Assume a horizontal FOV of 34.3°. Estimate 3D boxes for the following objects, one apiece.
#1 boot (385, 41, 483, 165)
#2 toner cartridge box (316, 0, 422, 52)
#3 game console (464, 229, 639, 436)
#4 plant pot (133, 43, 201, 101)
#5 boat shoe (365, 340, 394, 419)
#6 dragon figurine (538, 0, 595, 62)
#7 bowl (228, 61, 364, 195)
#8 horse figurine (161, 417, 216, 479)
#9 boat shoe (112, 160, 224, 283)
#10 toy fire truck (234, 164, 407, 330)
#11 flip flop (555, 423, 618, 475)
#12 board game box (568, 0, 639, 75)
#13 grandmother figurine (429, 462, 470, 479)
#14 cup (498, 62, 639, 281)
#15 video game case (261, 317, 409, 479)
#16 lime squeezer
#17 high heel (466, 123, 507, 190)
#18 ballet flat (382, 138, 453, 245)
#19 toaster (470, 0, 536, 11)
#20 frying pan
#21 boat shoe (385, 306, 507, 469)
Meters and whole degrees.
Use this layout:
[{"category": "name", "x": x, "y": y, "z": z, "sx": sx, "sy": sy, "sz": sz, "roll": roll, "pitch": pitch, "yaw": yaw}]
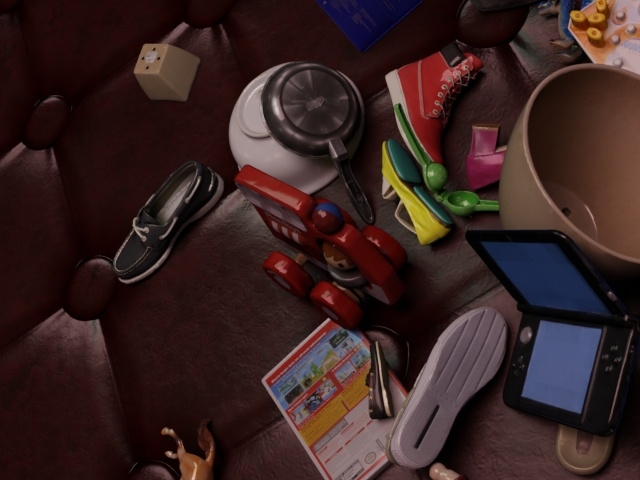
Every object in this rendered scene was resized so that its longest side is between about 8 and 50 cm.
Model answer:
[{"category": "boot", "x": 0.227, "y": -0.250, "z": 1.889, "sx": 0.176, "sy": 0.088, "sz": 0.244, "roll": -24, "pitch": 55, "yaw": 18}, {"category": "toner cartridge box", "x": 0.046, "y": -0.514, "z": 1.951, "sx": 0.165, "sy": 0.348, "sz": 0.075, "roll": -41, "pitch": 53, "yaw": 8}, {"category": "game console", "x": 0.312, "y": 0.127, "z": 1.514, "sx": 0.293, "sy": 0.173, "sz": 0.250, "roll": -179, "pitch": 106, "yaw": -71}, {"category": "plant pot", "x": -0.345, "y": -0.376, "z": 2.277, "sx": 0.109, "sy": 0.096, "sz": 0.109, "roll": 7, "pitch": 73, "yaw": 33}, {"category": "boat shoe", "x": 0.093, "y": 0.234, "z": 1.737, "sx": 0.042, "sy": 0.049, "sz": 0.133, "roll": -13, "pitch": 67, "yaw": 17}, {"category": "dragon figurine", "x": 0.488, "y": -0.378, "z": 1.789, "sx": 0.289, "sy": 0.085, "sz": 0.144, "roll": 15, "pitch": 77, "yaw": 36}, {"category": "bowl", "x": -0.072, "y": -0.238, "z": 2.030, "sx": 0.298, "sy": 0.134, "sz": 0.298, "roll": -12, "pitch": 63, "yaw": 25}, {"category": "horse figurine", "x": -0.254, "y": 0.450, "z": 1.868, "sx": 0.174, "sy": 0.066, "sz": 0.263, "roll": 23, "pitch": 84, "yaw": 42}, {"category": "boat shoe", "x": -0.332, "y": -0.042, "z": 2.120, "sx": 0.302, "sy": 0.091, "sz": 0.114, "roll": -50, "pitch": 53, "yaw": 2}, {"category": "toy fire truck", "x": 0.000, "y": 0.000, "z": 1.787, "sx": 0.302, "sy": 0.254, "sz": 0.169, "roll": 30, "pitch": 74, "yaw": 37}, {"category": "flip flop", "x": 0.407, "y": 0.214, "z": 1.572, "sx": 0.112, "sy": 0.080, "sz": 0.277, "roll": 4, "pitch": 71, "yaw": 32}, {"category": "board game box", "x": 0.653, "y": -0.320, "z": 1.624, "sx": 0.390, "sy": 0.050, "sz": 0.390, "roll": -35, "pitch": 70, "yaw": 13}, {"category": "grandmother figurine", "x": 0.192, "y": 0.448, "z": 1.589, "sx": 0.342, "sy": 0.104, "sz": 0.208, "roll": -1, "pitch": 91, "yaw": 27}, {"category": "cup", "x": 0.404, "y": -0.066, "z": 1.577, "sx": 0.237, "sy": 0.331, "sz": 0.331, "roll": 124, "pitch": 147, "yaw": -58}, {"category": "video game case", "x": 0.040, "y": 0.280, "z": 1.795, "sx": 0.204, "sy": 0.025, "sz": 0.285, "roll": -43, "pitch": 54, "yaw": 7}, {"category": "lime squeezer", "x": 0.227, "y": -0.105, "z": 1.791, "sx": 0.310, "sy": 0.110, "sz": 0.059, "roll": 38, "pitch": 59, "yaw": 6}, {"category": "high heel", "x": 0.370, "y": -0.132, "z": 1.774, "sx": 0.244, "sy": 0.082, "sz": 0.117, "roll": 6, "pitch": 108, "yaw": 17}, {"category": "ballet flat", "x": 0.154, "y": -0.083, "z": 1.866, "sx": 0.077, "sy": 0.077, "sz": 0.231, "roll": -47, "pitch": 53, "yaw": 25}, {"category": "toaster", "x": 0.334, "y": -0.509, "z": 1.902, "sx": 0.227, "sy": 0.146, "sz": 0.129, "roll": -10, "pitch": 63, "yaw": 27}, {"category": "frying pan", "x": -0.007, "y": -0.187, "z": 1.911, "sx": 0.197, "sy": 0.053, "sz": 0.326, "roll": -3, "pitch": 74, "yaw": -16}, {"category": "boat shoe", "x": 0.192, "y": 0.232, "z": 1.667, "sx": 0.302, "sy": 0.109, "sz": 0.094, "roll": -52, "pitch": 9, "yaw": -22}]
